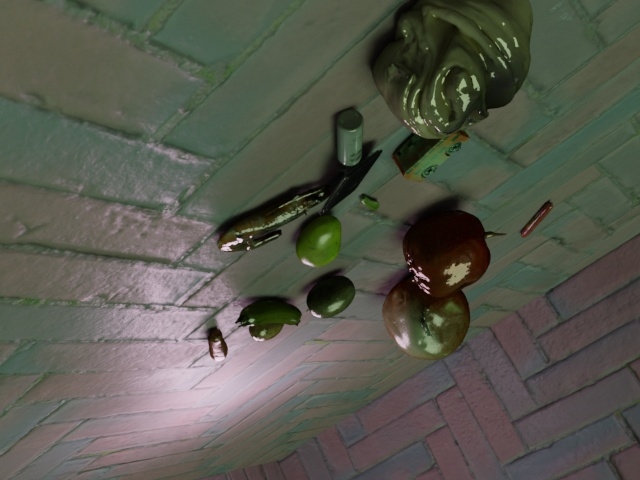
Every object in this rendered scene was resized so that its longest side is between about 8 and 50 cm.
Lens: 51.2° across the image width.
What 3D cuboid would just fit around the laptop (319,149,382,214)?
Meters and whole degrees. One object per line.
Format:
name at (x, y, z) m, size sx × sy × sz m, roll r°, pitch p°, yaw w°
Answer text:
laptop at (0.067, -0.130, 1.510) m, size 0.129 × 0.016 × 0.180 m, roll -40°, pitch 172°, yaw -30°

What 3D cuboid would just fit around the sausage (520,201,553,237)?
sausage at (0.775, -0.072, 2.393) m, size 0.029 × 0.029 × 0.223 m, roll -16°, pitch 153°, yaw -23°

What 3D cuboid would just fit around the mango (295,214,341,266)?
mango at (-0.006, 0.002, 1.699) m, size 0.117 × 0.089 × 0.163 m, roll -13°, pitch 141°, yaw -12°

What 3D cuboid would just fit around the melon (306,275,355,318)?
melon at (0.027, 0.172, 2.026) m, size 0.167 × 0.114 × 0.114 m, roll -29°, pitch 156°, yaw 4°

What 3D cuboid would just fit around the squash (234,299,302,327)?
squash at (-0.143, 0.216, 1.987) m, size 0.080 × 0.071 × 0.318 m, roll -47°, pitch 152°, yaw 19°

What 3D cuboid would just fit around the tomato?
tomato at (0.357, 0.258, 2.311) m, size 0.239 × 0.303 × 0.303 m, roll -12°, pitch 152°, yaw -41°

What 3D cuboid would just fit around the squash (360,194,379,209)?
squash at (0.124, -0.096, 1.700) m, size 0.027 × 0.027 × 0.089 m, roll -37°, pitch 152°, yaw 22°

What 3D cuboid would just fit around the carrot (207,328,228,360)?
carrot at (-0.316, 0.323, 2.045) m, size 0.060 × 0.060 × 0.186 m, roll -21°, pitch 155°, yaw -13°

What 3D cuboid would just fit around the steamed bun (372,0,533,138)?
steamed bun at (0.247, -0.304, 1.196) m, size 0.275 × 0.206 × 0.320 m, roll -16°, pitch 150°, yaw -19°

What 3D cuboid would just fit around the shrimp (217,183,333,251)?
shrimp at (-0.100, -0.041, 1.557) m, size 0.296 × 0.058 × 0.169 m, roll -25°, pitch 164°, yaw 2°

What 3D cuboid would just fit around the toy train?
toy train at (0.250, -0.209, 1.542) m, size 0.099 × 0.072 × 0.188 m, roll 3°, pitch 142°, yaw -49°

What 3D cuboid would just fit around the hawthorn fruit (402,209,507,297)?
hawthorn fruit at (0.367, 0.035, 1.953) m, size 0.261 × 0.258 × 0.258 m, roll -53°, pitch 158°, yaw -11°

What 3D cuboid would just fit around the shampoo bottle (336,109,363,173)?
shampoo bottle at (0.061, -0.196, 1.401) m, size 0.056 × 0.056 × 0.195 m, roll -23°, pitch 156°, yaw -8°

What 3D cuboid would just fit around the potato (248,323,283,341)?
potato at (-0.166, 0.272, 2.077) m, size 0.091 × 0.070 × 0.138 m, roll -48°, pitch 151°, yaw 22°
